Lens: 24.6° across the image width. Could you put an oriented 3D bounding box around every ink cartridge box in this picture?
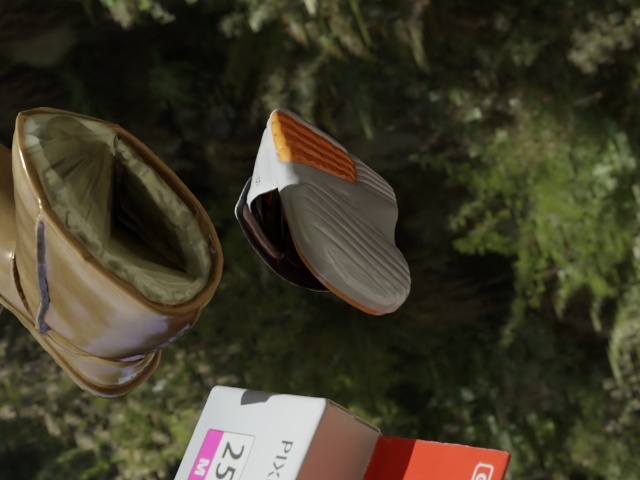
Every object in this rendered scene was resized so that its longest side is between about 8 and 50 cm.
[{"bbox_3d":[-0.029,0.229,0.884,0.060,0.239,0.275,33,-111,-32],"label":"ink cartridge box"}]

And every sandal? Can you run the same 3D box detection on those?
[{"bbox_3d":[-0.009,-0.006,0.893,0.102,0.076,0.265,35,-164,-13],"label":"sandal"}]

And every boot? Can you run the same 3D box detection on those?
[{"bbox_3d":[-0.161,-0.020,0.849,0.236,0.089,0.269,41,160,2],"label":"boot"}]

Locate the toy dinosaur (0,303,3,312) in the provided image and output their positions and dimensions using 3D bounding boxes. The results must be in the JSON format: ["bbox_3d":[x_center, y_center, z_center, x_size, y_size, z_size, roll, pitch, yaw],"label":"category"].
[{"bbox_3d":[-0.323,0.130,1.297,0.064,0.211,0.112,30,-174,-35],"label":"toy dinosaur"}]
